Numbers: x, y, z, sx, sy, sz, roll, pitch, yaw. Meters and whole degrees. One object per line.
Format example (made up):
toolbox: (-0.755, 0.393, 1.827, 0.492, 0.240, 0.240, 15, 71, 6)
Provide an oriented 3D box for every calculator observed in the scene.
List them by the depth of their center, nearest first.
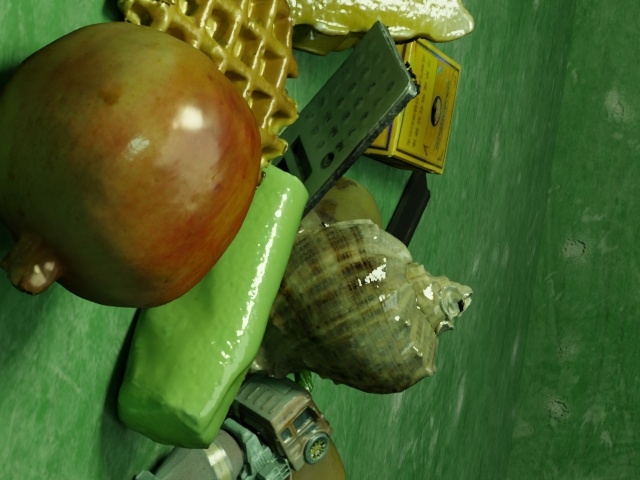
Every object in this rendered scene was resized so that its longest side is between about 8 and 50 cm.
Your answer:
calculator: (0.014, -0.135, 1.731, 0.021, 0.262, 0.161, 27, 26, -32)

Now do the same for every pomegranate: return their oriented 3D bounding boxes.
pomegranate: (-0.184, -0.055, 1.251, 0.270, 0.229, 0.252, -58, 161, -22)

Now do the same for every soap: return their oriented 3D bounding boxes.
soap: (0.006, -0.330, 1.899, 0.338, 0.304, 0.169, -167, -101, -70)

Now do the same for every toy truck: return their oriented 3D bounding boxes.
toy truck: (-0.110, 0.265, 1.714, 0.256, 0.108, 0.140, -43, 136, -22)

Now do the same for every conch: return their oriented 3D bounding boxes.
conch: (0.052, 0.101, 1.704, 0.291, 0.159, 0.210, -22, 131, -15)

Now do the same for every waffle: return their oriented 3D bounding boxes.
waffle: (-0.117, -0.182, 1.520, 0.325, 0.068, 0.302, -36, 123, -46)

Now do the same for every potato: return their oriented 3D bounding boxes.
potato: (-0.010, 0.010, 1.843, 0.262, 0.165, 0.165, -54, 148, -50)

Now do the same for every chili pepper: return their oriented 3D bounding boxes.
chili pepper: (-0.026, 0.187, 2.100, 0.030, 0.034, 0.091, -27, 134, -24)

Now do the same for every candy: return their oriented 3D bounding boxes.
candy: (-0.118, 0.067, 1.615, 0.132, 0.142, 0.344, 84, 25, -63)

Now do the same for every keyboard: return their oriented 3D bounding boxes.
keyboard: (0.133, -0.002, 2.448, 0.101, 0.018, 0.310, 77, 30, -45)

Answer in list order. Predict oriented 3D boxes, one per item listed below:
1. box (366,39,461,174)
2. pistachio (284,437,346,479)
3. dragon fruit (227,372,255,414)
box: (0.137, -0.216, 2.249, 0.301, 0.084, 0.193, 9, 93, -70)
pistachio: (-0.046, 0.324, 1.917, 0.213, 0.162, 0.261, -108, -175, -48)
dragon fruit: (-0.109, 0.185, 1.827, 0.083, 0.056, 0.060, 78, 6, -61)
